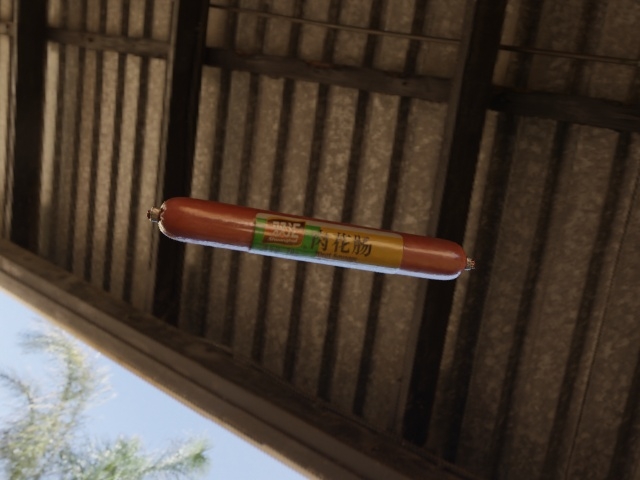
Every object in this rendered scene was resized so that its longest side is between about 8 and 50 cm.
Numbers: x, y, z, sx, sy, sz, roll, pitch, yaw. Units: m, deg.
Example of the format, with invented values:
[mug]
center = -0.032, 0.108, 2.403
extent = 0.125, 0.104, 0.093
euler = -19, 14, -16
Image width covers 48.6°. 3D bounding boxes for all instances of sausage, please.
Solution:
[sausage]
center = 0.000, 0.000, 0.463
extent = 0.029, 0.223, 0.029
euler = -171, -90, -76
